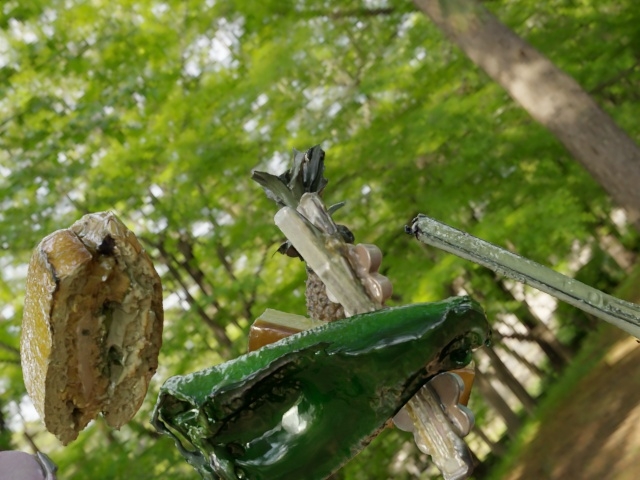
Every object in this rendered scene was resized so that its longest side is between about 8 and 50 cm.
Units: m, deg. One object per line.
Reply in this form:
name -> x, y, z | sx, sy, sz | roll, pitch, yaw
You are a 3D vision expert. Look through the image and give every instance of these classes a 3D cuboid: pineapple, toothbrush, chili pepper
pineapple -> 0.000, 0.000, 1.522 | 0.119, 0.277, 0.130 | -18, -12, -33
toothbrush -> 0.189, 0.043, 0.688 | 0.026, 0.294, 0.028 | -80, 13, -45
chili pepper -> 0.004, 0.093, 0.641 | 0.216, 0.108, 0.062 | -22, 28, 4

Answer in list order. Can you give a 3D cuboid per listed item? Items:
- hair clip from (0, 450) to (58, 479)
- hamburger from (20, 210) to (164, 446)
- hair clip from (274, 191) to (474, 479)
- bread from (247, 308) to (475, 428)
hair clip -> -0.546, 0.415, 1.532 | 0.359, 0.095, 0.110 | -37, 35, -9
hamburger -> -0.253, 0.075, 1.163 | 0.144, 0.156, 0.283 | -6, -51, -26
hair clip -> 0.041, 0.059, 0.698 | 0.062, 0.214, 0.056 | -41, -11, 36
bread -> 0.039, 0.132, 1.052 | 0.049, 0.226, 0.088 | -49, -31, -63
